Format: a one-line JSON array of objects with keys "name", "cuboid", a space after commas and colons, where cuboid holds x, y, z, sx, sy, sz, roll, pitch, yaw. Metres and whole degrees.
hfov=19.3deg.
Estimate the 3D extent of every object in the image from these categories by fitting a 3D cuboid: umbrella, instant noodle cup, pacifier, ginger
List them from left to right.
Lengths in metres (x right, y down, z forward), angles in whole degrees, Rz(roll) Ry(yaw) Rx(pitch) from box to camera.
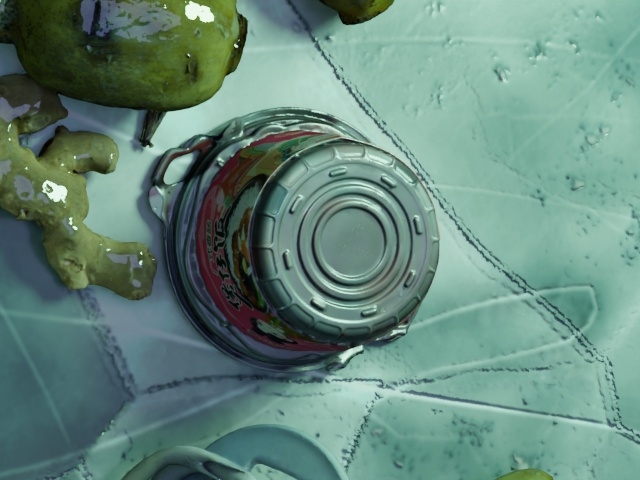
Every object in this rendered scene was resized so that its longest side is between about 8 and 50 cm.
[{"name": "ginger", "cuboid": [-0.240, -0.052, 1.730, 0.259, 0.065, 0.149, 37, 76, -15]}, {"name": "umbrella", "cuboid": [-0.154, -0.127, 1.782, 0.031, 0.020, 0.083, 22, 89, -18]}, {"name": "pacifier", "cuboid": [-0.061, 0.321, 1.757, 0.233, 0.244, 0.299, 29, 85, -49]}, {"name": "instant noodle cup", "cuboid": [0.000, 0.000, 1.753, 0.302, 0.181, 0.258, 18, 84, -20]}]

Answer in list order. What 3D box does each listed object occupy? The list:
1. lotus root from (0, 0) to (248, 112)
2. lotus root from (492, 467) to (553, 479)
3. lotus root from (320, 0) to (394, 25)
[{"name": "lotus root", "cuboid": [-0.204, -0.200, 1.693, 0.278, 0.154, 0.154, 9, 88, -12]}, {"name": "lotus root", "cuboid": [0.165, 0.296, 1.875, 0.183, 0.077, 0.090, -34, 95, -19]}, {"name": "lotus root", "cuboid": [0.015, -0.327, 1.778, 0.124, 0.123, 0.241, -34, 107, -38]}]
